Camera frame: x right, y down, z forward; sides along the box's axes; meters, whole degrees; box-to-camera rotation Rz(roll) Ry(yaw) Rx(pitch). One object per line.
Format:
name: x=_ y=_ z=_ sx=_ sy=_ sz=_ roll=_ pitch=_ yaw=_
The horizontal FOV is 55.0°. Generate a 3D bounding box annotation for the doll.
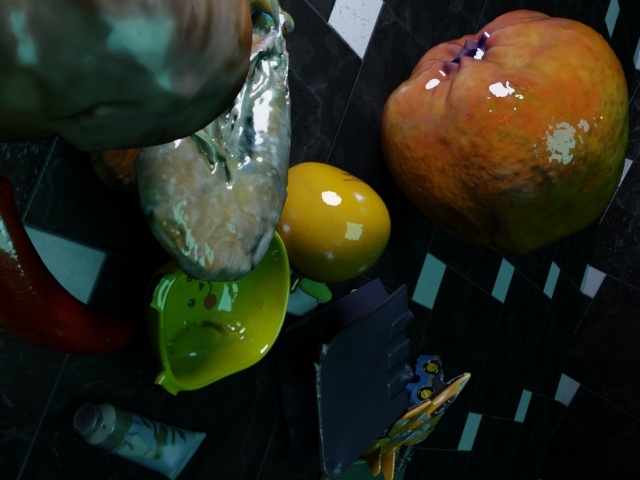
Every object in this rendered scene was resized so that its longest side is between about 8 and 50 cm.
doll: x=0.000 y=0.000 z=1.003 sx=0.213 sy=0.213 sz=0.236 roll=8 pitch=110 yaw=-53

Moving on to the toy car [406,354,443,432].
toy car: x=0.252 y=0.374 z=1.532 sx=0.191 sy=0.100 sz=0.097 roll=-65 pitch=146 yaw=-46

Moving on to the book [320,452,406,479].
book: x=0.086 y=0.641 z=1.453 sx=0.379 sy=0.031 sz=0.264 roll=22 pitch=85 yaw=-53

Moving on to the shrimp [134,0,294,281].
shrimp: x=-0.120 y=-0.162 z=0.794 sx=0.221 sy=0.110 sz=0.446 roll=28 pitch=61 yaw=-43

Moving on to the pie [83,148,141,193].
pie: x=-0.224 y=-0.147 z=0.778 sx=0.195 sy=0.046 sz=0.195 roll=-21 pitch=118 yaw=-46

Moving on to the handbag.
handbag: x=0.064 y=0.261 z=1.224 sx=0.329 sy=0.122 sz=0.303 roll=-26 pitch=120 yaw=-44

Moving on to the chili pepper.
chili pepper: x=-0.329 y=0.033 z=0.689 sx=0.137 sy=0.091 sz=0.368 roll=-70 pitch=155 yaw=-43

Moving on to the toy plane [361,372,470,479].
toy plane: x=0.212 y=0.396 z=1.390 sx=0.204 sy=0.103 sz=0.316 roll=37 pitch=96 yaw=-34

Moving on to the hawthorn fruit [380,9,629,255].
hawthorn fruit: x=0.350 y=-0.183 z=1.176 sx=0.471 sy=0.471 sz=0.472 roll=-21 pitch=118 yaw=-47

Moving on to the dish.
dish: x=-0.165 y=0.085 z=0.881 sx=0.262 sy=0.108 sz=0.221 roll=-26 pitch=121 yaw=-47

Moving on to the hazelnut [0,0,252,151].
hazelnut: x=-0.232 y=-0.220 z=0.517 sx=0.372 sy=0.372 sz=0.315 roll=-29 pitch=152 yaw=-44

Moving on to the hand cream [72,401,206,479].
hand cream: x=-0.255 y=0.285 z=0.889 sx=0.088 sy=0.055 sz=0.256 roll=-58 pitch=146 yaw=-15
